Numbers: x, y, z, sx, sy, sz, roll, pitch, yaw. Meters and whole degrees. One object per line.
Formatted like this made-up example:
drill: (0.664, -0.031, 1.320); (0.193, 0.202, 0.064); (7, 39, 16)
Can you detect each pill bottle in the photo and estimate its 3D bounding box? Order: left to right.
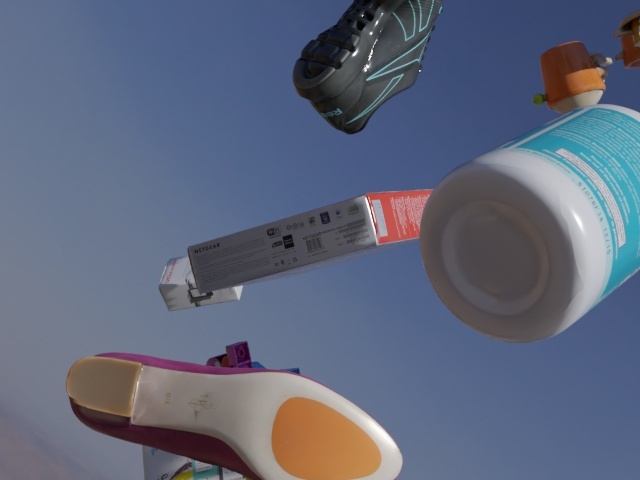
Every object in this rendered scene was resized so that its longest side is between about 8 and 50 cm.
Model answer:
pill bottle: (0.207, -0.027, 0.920); (0.146, 0.264, 0.146); (17, -62, 35)

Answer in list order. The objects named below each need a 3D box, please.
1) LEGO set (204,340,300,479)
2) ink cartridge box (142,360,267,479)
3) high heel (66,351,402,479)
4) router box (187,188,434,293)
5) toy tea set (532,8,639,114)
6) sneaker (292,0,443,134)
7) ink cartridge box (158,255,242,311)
LEGO set: (-0.061, 0.207, 1.104); (0.093, 0.087, 0.227); (-11, -89, 44)
ink cartridge box: (-0.131, 0.354, 1.663); (0.197, 0.198, 0.270); (53, 24, -58)
high heel: (-0.065, 0.135, 0.820); (0.244, 0.082, 0.117); (10, -13, -3)
router box: (0.000, 0.000, 1.878); (0.301, 0.335, 0.082); (-8, 83, -64)
toy tea set: (0.501, -0.277, 1.778); (0.336, 0.200, 0.124); (-22, -100, 37)
sneaker: (0.077, -0.237, 1.266); (0.101, 0.267, 0.106); (28, -17, 50)
ink cartridge box: (-0.232, 0.076, 2.230); (0.150, 0.109, 0.063); (-10, -60, 12)
